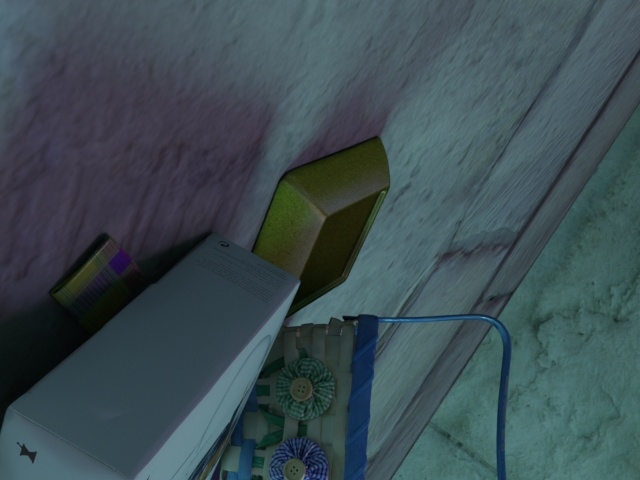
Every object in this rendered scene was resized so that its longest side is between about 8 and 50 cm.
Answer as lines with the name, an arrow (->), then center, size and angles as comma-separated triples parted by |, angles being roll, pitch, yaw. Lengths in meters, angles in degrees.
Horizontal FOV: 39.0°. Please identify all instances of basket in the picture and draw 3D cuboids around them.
basket -> 0.045, 0.198, 0.902 | 0.201, 0.289, 0.254 | 106, -14, -77

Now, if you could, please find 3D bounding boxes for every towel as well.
towel -> -0.158, 0.033, 0.650 | 0.060, 0.009, 0.083 | -50, 160, -14

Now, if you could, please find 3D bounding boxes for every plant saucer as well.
plant saucer -> 0.000, 0.000, 0.922 | 0.188, 0.045, 0.188 | -28, 147, -53

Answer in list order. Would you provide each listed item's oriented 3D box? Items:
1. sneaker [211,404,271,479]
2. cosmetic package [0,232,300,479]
sneaker -> -0.072, 0.263, 1.017 | 0.282, 0.161, 0.102 | -55, 160, -3
cosmetic package -> -0.165, 0.212, 0.716 | 0.377, 0.097, 0.284 | -66, 170, 28
